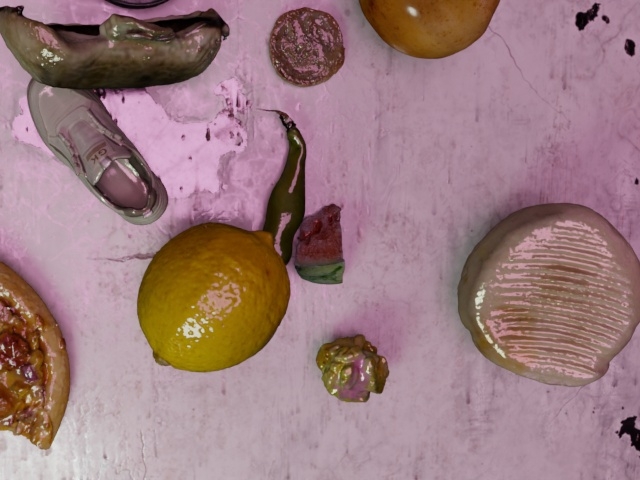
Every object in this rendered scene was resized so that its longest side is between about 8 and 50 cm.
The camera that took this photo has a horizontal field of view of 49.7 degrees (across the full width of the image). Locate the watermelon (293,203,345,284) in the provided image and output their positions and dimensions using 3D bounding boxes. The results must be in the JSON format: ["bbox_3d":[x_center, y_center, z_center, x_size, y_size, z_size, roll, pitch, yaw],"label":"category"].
[{"bbox_3d":[0.000,0.010,1.300,0.098,0.121,0.158,4,95,-3],"label":"watermelon"}]

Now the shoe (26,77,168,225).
[{"bbox_3d":[-0.373,-0.149,1.157,0.124,0.159,0.316,-42,108,-5],"label":"shoe"}]

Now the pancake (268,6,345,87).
[{"bbox_3d":[-0.024,-0.357,1.289,0.152,0.025,0.151,-2,96,-15],"label":"pancake"}]

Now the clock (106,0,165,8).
[{"bbox_3d":[-0.319,-0.512,1.180,0.226,0.049,0.226,-2,99,-15],"label":"clock"}]

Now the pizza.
[{"bbox_3d":[-0.583,0.191,1.175,0.278,0.114,0.409,-20,99,-17],"label":"pizza"}]

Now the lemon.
[{"bbox_3d":[-0.183,0.097,1.196,0.267,0.267,0.267,-2,98,-15],"label":"lemon"}]

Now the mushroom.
[{"bbox_3d":[-0.323,-0.304,1.104,0.344,0.247,0.130,-14,110,-37],"label":"mushroom"}]

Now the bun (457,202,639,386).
[{"bbox_3d":[0.451,0.097,1.375,0.365,0.219,0.365,0,100,2],"label":"bun"}]

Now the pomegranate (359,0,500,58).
[{"bbox_3d":[0.200,-0.447,1.217,0.264,0.264,0.264,-2,98,-15],"label":"pomegranate"}]

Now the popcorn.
[{"bbox_3d":[0.064,0.252,1.343,0.145,0.126,0.125,7,111,-43],"label":"popcorn"}]

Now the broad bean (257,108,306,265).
[{"bbox_3d":[-0.073,-0.084,1.297,0.098,0.056,0.318,-2,94,-16],"label":"broad bean"}]
